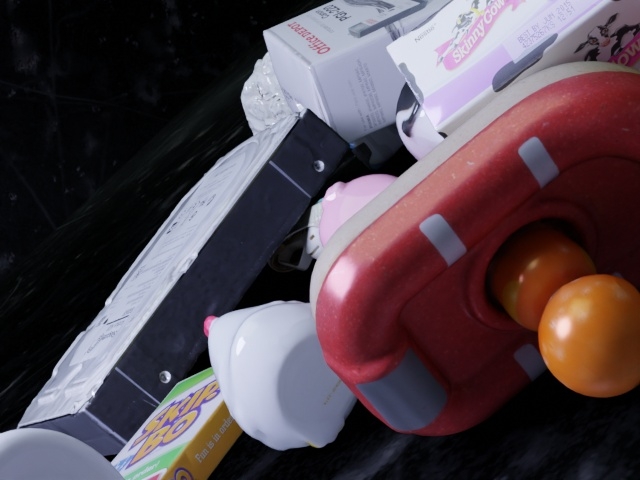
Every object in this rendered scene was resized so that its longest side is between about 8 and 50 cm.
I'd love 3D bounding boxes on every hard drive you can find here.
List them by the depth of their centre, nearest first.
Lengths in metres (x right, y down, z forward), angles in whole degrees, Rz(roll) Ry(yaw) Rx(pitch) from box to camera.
[{"bbox_3d":[-0.129,0.043,1.443,0.339,0.064,0.237,-55,13,-21],"label":"hard drive"}]

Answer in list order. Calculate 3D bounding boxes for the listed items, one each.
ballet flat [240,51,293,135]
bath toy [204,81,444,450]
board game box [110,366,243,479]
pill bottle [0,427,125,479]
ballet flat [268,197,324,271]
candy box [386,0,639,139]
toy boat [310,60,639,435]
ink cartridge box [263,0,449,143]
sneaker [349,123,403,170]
[{"bbox_3d":[0.075,-0.214,1.780,0.409,0.147,0.147,-36,12,21],"label":"ballet flat"},{"bbox_3d":[0.049,-0.010,1.077,0.348,0.151,0.129,-50,37,-15],"label":"bath toy"},{"bbox_3d":[-0.116,0.165,1.183,0.124,0.039,0.259,-27,14,44],"label":"board game box"},{"bbox_3d":[-0.240,0.233,1.014,0.264,0.153,0.153,-32,14,34],"label":"pill bottle"},{"bbox_3d":[0.000,0.000,1.418,0.168,0.057,0.052,-22,49,65],"label":"ballet flat"},{"bbox_3d":[0.158,-0.094,0.913,0.165,0.196,0.070,-36,55,15],"label":"candy box"},{"bbox_3d":[0.118,0.021,0.813,0.231,0.151,0.151,-40,42,0],"label":"toy boat"},{"bbox_3d":[0.073,-0.187,1.538,0.218,0.092,0.158,-26,26,-8],"label":"ink cartridge box"},{"bbox_3d":[0.086,-0.140,1.600,0.083,0.071,0.191,-23,20,37],"label":"sneaker"}]
